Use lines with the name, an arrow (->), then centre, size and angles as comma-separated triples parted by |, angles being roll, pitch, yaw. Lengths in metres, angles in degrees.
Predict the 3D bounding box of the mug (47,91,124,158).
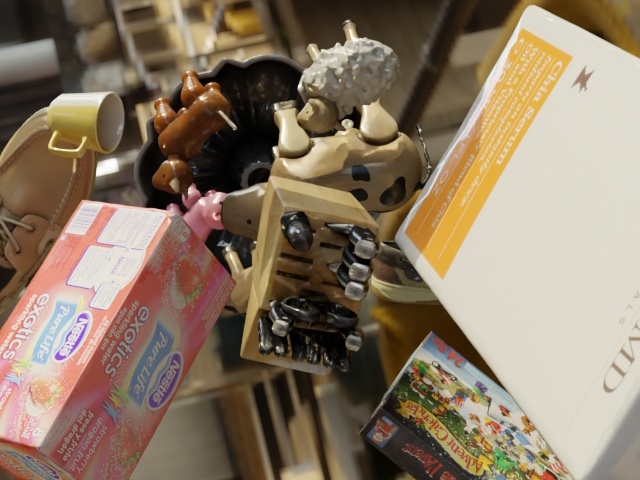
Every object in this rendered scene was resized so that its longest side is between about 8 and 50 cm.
mug -> -0.242, -0.120, 1.554 | 0.078, 0.064, 0.062 | -34, -50, -66

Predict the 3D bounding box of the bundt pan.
bundt pan -> -0.078, -0.088, 2.040 | 0.124, 0.330, 0.331 | -101, 0, -77

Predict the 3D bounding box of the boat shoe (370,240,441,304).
boat shoe -> 0.170, 0.032, 1.796 | 0.080, 0.223, 0.073 | -96, 6, -65

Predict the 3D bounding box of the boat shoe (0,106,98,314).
boat shoe -> -0.378, -0.010, 1.896 | 0.341, 0.121, 0.110 | -58, 2, 28

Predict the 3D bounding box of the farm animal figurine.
farm animal figurine -> -0.028, -0.045, 1.709 | 0.330, 0.326, 0.172 | 63, -172, -49

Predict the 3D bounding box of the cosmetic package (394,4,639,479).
cosmetic package -> 0.217, 0.005, 1.059 | 0.230, 0.161, 0.453 | -61, 18, 10

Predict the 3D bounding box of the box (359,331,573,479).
box -> 0.165, 0.211, 1.533 | 0.044, 0.233, 0.159 | -53, -2, 33

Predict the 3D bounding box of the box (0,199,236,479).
box -> -0.241, 0.118, 1.676 | 0.142, 0.154, 0.300 | 52, -125, -42

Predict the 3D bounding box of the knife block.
knife block -> 0.000, 0.000, 1.367 | 0.242, 0.088, 0.276 | 113, 167, -52
